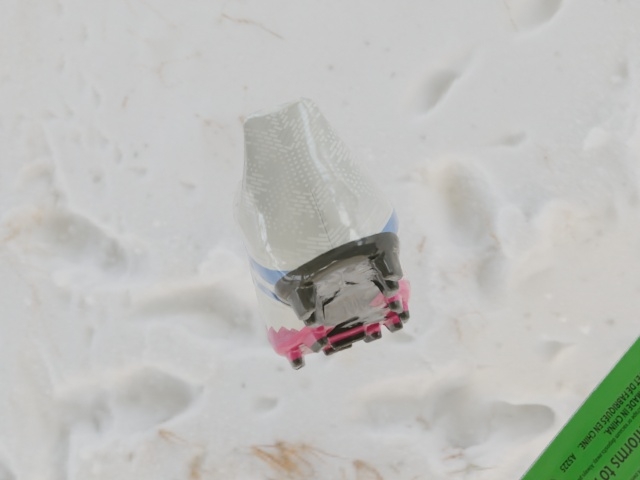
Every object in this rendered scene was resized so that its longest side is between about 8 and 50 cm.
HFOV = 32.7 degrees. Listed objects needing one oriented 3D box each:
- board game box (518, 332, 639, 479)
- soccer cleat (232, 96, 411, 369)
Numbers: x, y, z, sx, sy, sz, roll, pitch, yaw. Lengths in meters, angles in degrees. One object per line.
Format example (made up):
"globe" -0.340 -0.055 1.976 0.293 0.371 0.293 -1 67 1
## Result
"board game box" 0.212 0.093 0.533 0.064 0.316 0.242 46 115 30
"soccer cleat" 0.000 0.000 0.790 0.116 0.331 0.143 -20 76 -6
